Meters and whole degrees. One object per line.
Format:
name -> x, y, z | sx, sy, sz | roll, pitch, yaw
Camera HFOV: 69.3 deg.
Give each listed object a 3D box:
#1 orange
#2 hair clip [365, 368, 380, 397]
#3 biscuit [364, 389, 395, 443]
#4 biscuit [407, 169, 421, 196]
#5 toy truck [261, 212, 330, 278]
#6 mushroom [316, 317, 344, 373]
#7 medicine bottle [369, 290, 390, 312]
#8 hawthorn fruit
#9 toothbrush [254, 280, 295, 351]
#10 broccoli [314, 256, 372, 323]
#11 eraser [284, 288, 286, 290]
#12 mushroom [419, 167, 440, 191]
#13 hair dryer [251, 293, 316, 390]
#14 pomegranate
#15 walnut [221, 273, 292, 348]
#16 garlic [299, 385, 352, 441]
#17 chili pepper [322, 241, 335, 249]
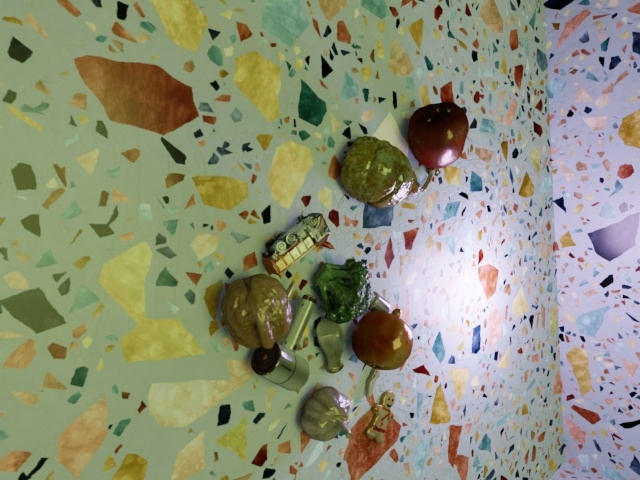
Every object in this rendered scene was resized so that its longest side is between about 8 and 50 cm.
orange -> 0.259, -0.281, 1.925 | 0.369, 0.210, 0.271 | 21, 81, -37
hair clip -> 0.243, 0.588, 2.069 | 0.072, 0.034, 0.226 | 42, 67, -30
biscuit -> 0.282, 0.801, 2.118 | 0.153, 0.030, 0.234 | 42, 67, -36
biscuit -> 0.402, -0.292, 2.160 | 0.229, 0.031, 0.176 | 11, 86, -40
toy truck -> -0.087, 0.014, 1.683 | 0.270, 0.114, 0.135 | -39, 113, -22
mushroom -> 0.045, 0.422, 1.861 | 0.116, 0.093, 0.225 | -25, 118, -25
medicine bottle -> 0.237, 0.270, 2.016 | 0.140, 0.079, 0.079 | 40, 67, -35
hawthorn fruit -> 0.532, -0.475, 2.119 | 0.295, 0.295, 0.311 | -22, 130, -38
toothbrush -> -0.161, 0.286, 1.684 | 0.029, 0.025, 0.307 | 34, 79, -45
broccoli -> 0.090, 0.192, 1.811 | 0.241, 0.261, 0.269 | 38, 107, -11
eraser -> -0.162, 0.198, 1.700 | 0.085, 0.027, 0.063 | 35, 70, -37
mushroom -> 0.526, -0.298, 2.236 | 0.187, 0.061, 0.060 | -61, 138, -29
hair dryer -> -0.094, 0.346, 1.688 | 0.203, 0.128, 0.362 | 45, 61, -44
pomegranate -> 0.267, 0.403, 1.938 | 0.229, 0.252, 0.270 | 45, 59, -38
walnut -> -0.208, 0.240, 1.547 | 0.224, 0.257, 0.257 | -17, 105, -6
garlic -> 0.049, 0.688, 1.792 | 0.218, 0.212, 0.218 | -10, 105, -40
chili pepper -> 0.000, 0.000, 1.830 | 0.178, 0.027, 0.045 | 27, 79, -38
